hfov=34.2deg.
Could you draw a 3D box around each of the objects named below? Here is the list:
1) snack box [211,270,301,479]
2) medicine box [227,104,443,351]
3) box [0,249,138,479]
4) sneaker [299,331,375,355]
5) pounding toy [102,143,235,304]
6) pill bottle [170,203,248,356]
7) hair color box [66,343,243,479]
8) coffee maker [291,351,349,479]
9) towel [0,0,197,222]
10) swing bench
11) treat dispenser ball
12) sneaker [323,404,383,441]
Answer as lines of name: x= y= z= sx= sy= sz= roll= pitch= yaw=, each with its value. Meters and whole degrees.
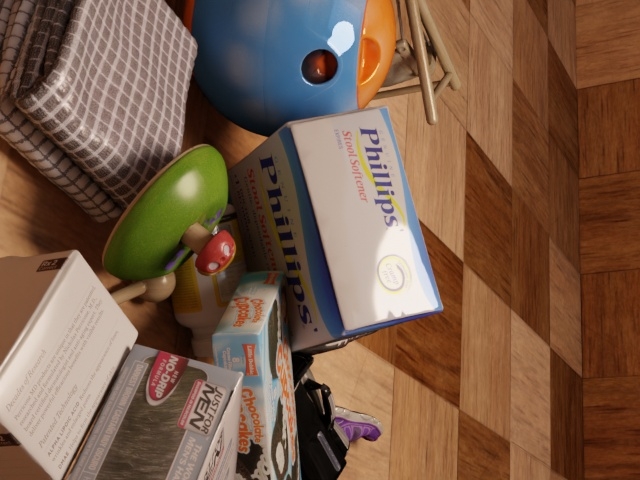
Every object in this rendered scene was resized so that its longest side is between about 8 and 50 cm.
snack box: x=-0.070 y=0.218 z=1.251 sx=0.187 sy=0.060 sz=0.322 roll=-72 pitch=160 yaw=-69
medicine box: x=0.000 y=0.000 z=1.351 sx=0.149 sy=0.289 sz=0.263 roll=-12 pitch=83 yaw=-25
box: x=-0.294 y=0.117 z=0.940 sx=0.119 sy=0.181 sz=0.182 roll=61 pitch=35 yaw=-34
sneaker: x=-0.006 y=0.090 z=1.611 sx=0.281 sy=0.106 sz=0.162 roll=-10 pitch=82 yaw=-68
pounding toy: x=-0.155 y=0.015 z=1.174 sx=0.110 sy=0.237 sz=0.183 roll=39 pitch=27 yaw=8
pill bottle: x=-0.143 y=0.050 z=1.329 sx=0.103 sy=0.103 sz=0.184 roll=-21 pitch=102 yaw=-62
hair color box: x=-0.164 y=0.295 z=1.040 sx=0.374 sy=0.113 sz=0.185 roll=99 pitch=8 yaw=-47
coffee maker: x=-0.053 y=0.271 z=1.461 sx=0.171 sy=0.120 sz=0.178 roll=-36 pitch=119 yaw=-21
towel: x=-0.246 y=-0.196 z=1.177 sx=0.235 sy=0.121 sz=0.284 roll=47 pitch=43 yaw=-49
swing bench: x=0.054 y=-0.305 z=1.634 sx=0.165 sy=0.253 sz=0.255 roll=-55 pitch=132 yaw=-53
treat dispenser ball: x=-0.042 y=-0.280 z=1.406 sx=0.288 sy=0.288 sz=0.288 roll=24 pitch=62 yaw=-59
sneaker: x=0.036 y=0.305 z=1.675 sx=0.170 sy=0.068 sz=0.071 roll=25 pitch=77 yaw=-49
